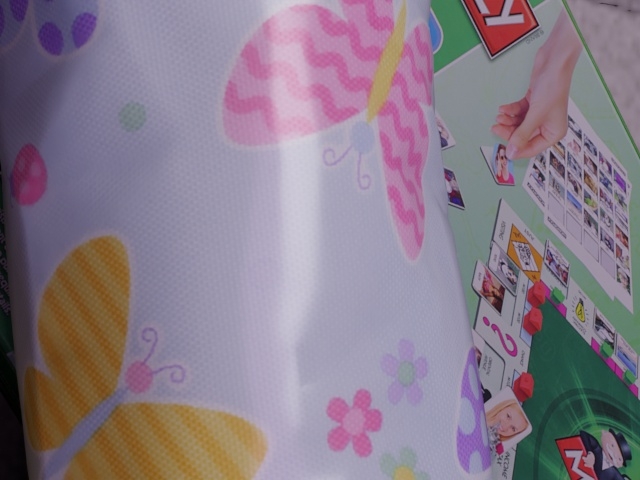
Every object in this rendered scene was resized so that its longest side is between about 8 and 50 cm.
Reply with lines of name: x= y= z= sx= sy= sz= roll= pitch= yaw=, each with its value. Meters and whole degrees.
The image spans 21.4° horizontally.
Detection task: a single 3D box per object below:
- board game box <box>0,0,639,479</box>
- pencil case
board game box: x=0.000 y=0.000 z=0.529 sx=0.213 sy=0.046 sz=0.317 roll=-34 pitch=106 yaw=-20
pencil case: x=-0.012 y=0.036 z=0.419 sx=0.124 sy=0.113 sz=0.273 roll=-3 pitch=85 yaw=-53
